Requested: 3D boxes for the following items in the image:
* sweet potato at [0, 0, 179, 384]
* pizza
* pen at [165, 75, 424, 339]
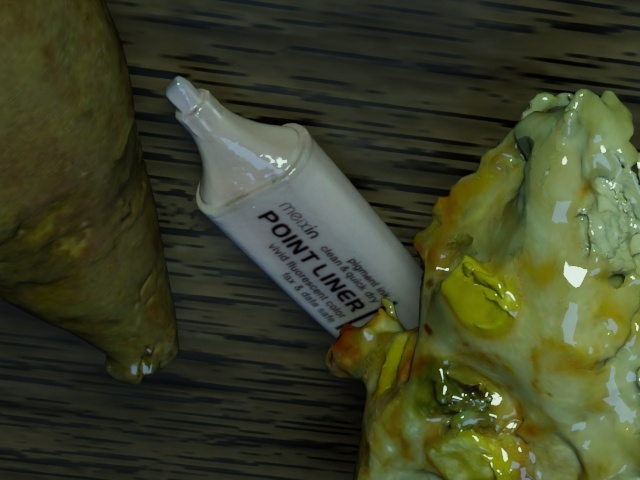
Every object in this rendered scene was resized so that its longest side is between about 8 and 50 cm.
[{"bbox_3d":[-0.123,-0.062,0.555,0.131,0.131,0.337,-21,129,20],"label":"sweet potato"},{"bbox_3d":[0.074,0.084,0.639,0.071,0.189,0.297,-18,141,-42],"label":"pizza"},{"bbox_3d":[0.000,0.000,0.676,0.053,0.032,0.197,-26,129,24],"label":"pen"}]
